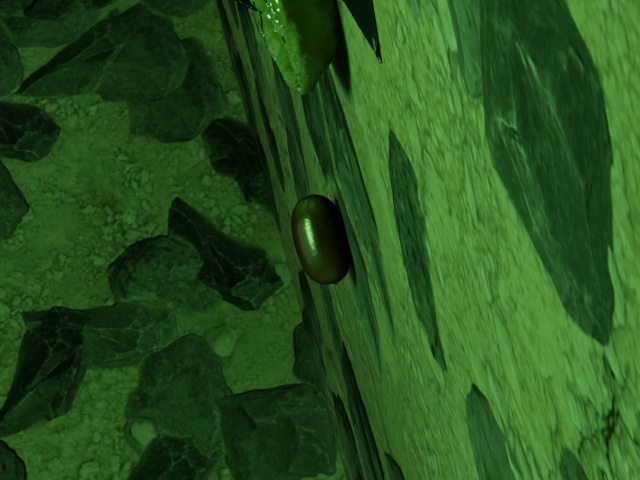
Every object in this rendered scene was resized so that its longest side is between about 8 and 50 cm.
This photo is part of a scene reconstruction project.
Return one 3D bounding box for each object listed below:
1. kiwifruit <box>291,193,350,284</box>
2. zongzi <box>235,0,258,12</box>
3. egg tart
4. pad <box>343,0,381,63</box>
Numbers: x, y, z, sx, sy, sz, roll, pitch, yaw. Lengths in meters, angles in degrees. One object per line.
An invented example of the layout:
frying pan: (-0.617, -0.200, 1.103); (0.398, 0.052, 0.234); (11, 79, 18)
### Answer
kiwifruit: (0.000, 0.000, 2.137); (0.075, 0.075, 0.124); (148, 104, -85)
zongzi: (-0.171, -0.458, 1.993); (0.383, 0.319, 0.362); (59, 175, -13)
egg tart: (-0.027, -0.248, 1.719); (0.197, 0.078, 0.197); (164, 90, -86)
pad: (0.028, -0.251, 1.505); (0.193, 0.004, 0.116); (-110, 9, -60)
